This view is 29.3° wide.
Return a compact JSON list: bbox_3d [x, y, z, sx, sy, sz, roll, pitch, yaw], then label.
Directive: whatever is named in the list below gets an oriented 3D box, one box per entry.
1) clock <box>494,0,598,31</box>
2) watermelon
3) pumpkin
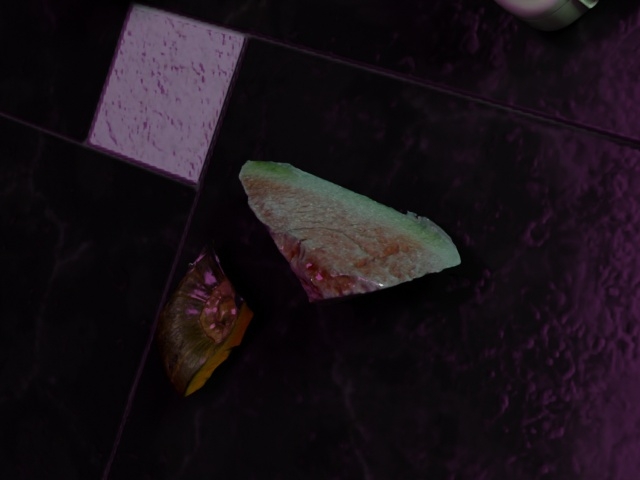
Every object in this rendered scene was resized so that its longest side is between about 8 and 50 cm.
[{"bbox_3d":[0.138,-0.246,0.805,0.151,0.062,0.191,-46,64,18],"label":"clock"},{"bbox_3d":[0.004,0.000,0.842,0.180,0.094,0.081,32,103,45],"label":"watermelon"},{"bbox_3d":[-0.085,0.059,0.915,0.101,0.035,0.073,-55,51,17],"label":"pumpkin"}]
